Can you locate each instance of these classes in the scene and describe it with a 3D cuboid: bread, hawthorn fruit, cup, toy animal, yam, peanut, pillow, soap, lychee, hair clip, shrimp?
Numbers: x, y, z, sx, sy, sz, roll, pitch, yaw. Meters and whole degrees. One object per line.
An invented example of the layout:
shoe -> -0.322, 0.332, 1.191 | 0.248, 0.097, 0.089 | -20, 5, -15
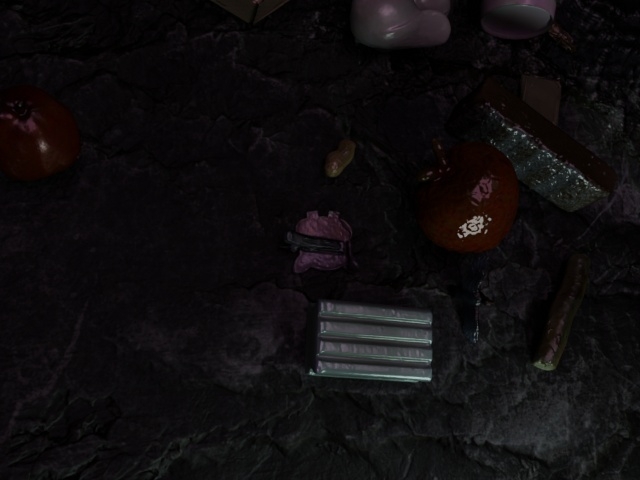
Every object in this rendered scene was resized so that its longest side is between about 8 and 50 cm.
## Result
bread -> 0.524, -0.227, 1.632 | 0.416, 0.165, 0.113 | 34, 67, -7
hawthorn fruit -> -0.561, -0.216, 1.255 | 0.185, 0.202, 0.185 | 4, 70, -10
cup -> 0.525, -0.697, 1.724 | 0.253, 0.253, 0.274 | 11, 81, -15
toy animal -> 0.353, 0.129, 1.518 | 0.062, 0.108, 0.220 | -5, 113, -23
yam -> 0.596, 0.173, 1.604 | 0.067, 0.071, 0.317 | 17, 67, 26
peanut -> 0.045, -0.194, 1.529 | 0.054, 0.054, 0.113 | 39, 65, -5
pillow -> 0.582, -0.350, 1.741 | 0.119, 0.053, 0.208 | 17, 72, -9
toy animal -> 0.210, -0.567, 1.611 | 0.249, 0.174, 0.289 | 33, 68, -7
soap -> 0.106, 0.220, 1.420 | 0.265, 0.087, 0.159 | 7, 74, -17
lychee -> 0.330, -0.106, 1.495 | 0.300, 0.255, 0.255 | 43, 63, -38
hair clip -> -0.004, 0.002, 1.467 | 0.187, 0.056, 0.146 | 4, 74, -26
shrimp -> 0.631, -0.571, 1.826 | 0.178, 0.034, 0.124 | 46, 70, 0

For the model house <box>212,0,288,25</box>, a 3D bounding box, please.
model house -> -0.151, -0.641, 1.530 | 0.326, 0.169, 0.244 | -4, 85, -17
